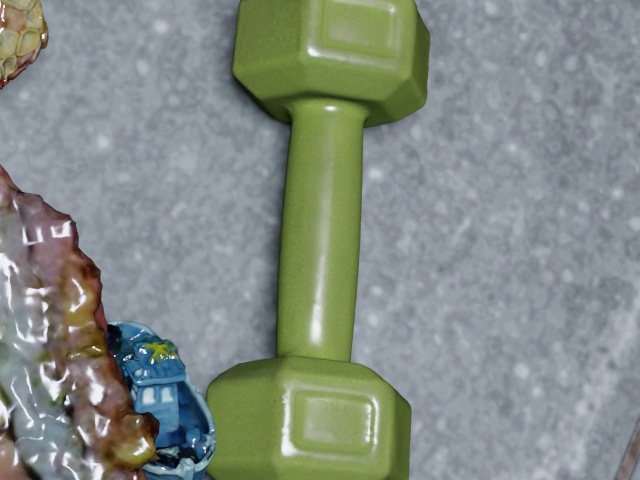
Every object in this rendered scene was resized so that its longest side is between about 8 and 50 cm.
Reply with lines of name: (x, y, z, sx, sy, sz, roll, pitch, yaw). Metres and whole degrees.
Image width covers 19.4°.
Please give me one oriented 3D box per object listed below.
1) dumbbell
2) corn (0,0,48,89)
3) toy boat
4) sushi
dumbbell: (0.000, 0.000, 1.060, 0.121, 0.108, 0.302, 7, 76, -15)
corn: (-0.280, -0.072, 0.996, 0.290, 0.098, 0.098, -33, 89, -18)
toy boat: (-0.091, 0.087, 1.004, 0.060, 0.061, 0.137, -5, 37, -19)
sushi: (-0.222, 0.088, 0.940, 0.237, 0.171, 0.270, -18, 82, -19)
